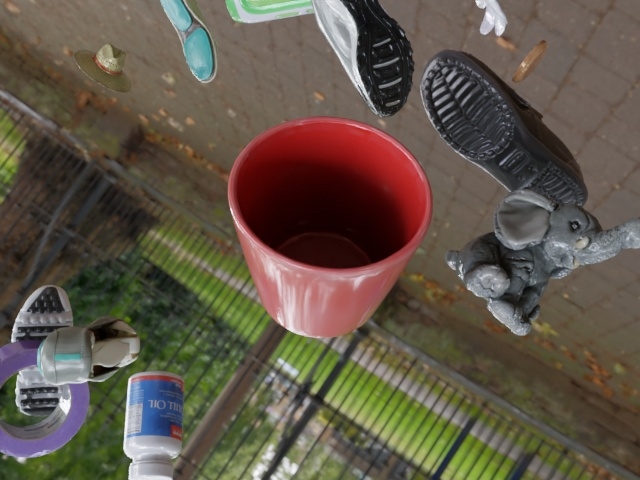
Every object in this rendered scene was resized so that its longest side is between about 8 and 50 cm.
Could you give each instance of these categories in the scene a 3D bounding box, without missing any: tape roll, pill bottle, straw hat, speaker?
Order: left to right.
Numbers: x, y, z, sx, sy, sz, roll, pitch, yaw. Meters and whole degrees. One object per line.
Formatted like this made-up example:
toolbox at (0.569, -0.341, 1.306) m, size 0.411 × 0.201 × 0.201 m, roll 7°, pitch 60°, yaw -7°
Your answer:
tape roll at (-0.502, 0.271, 1.445) m, size 0.189 × 0.189 × 0.080 m, roll 39°, pitch 166°, yaw -25°
straw hat at (-0.442, -0.380, 1.760) m, size 0.144 × 0.061 × 0.144 m, roll 34°, pitch -157°, yaw -17°
pill bottle at (-0.358, 0.403, 1.801) m, size 0.124 × 0.221 × 0.124 m, roll -2°, pitch 154°, yaw -1°
speaker at (-0.060, -0.572, 1.887) m, size 0.297 × 0.131 × 0.131 m, roll -6°, pitch 158°, yaw 15°

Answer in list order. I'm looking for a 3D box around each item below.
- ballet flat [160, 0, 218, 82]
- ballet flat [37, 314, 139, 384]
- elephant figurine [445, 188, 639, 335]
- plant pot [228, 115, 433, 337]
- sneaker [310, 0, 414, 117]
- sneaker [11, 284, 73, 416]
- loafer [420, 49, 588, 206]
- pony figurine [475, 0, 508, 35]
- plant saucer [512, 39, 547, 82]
ballet flat at (-0.275, -0.463, 1.876) m, size 0.086 × 0.086 × 0.248 m, roll 87°, pitch 159°, yaw -80°
ballet flat at (-0.234, 0.121, 0.917) m, size 0.068 × 0.072 × 0.213 m, roll -5°, pitch 179°, yaw 7°
elephant figurine at (0.321, 0.007, 1.196) m, size 0.186 × 0.239 × 0.169 m, roll 44°, pitch -172°, yaw 7°
plant pot at (0.007, 0.001, 1.204) m, size 0.275 × 0.275 × 0.243 m, roll 32°, pitch 148°, yaw 17°
sneaker at (0.058, -0.315, 1.283) m, size 0.271 × 0.100 × 0.108 m, roll 67°, pitch 156°, yaw 0°
sneaker at (-0.538, 0.198, 1.619) m, size 0.110 × 0.292 × 0.118 m, roll 7°, pitch -150°, yaw -17°
loafer at (0.315, -0.189, 1.452) m, size 0.366 × 0.134 × 0.130 m, roll 45°, pitch -146°, yaw -13°
pony figurine at (0.156, -0.502, 1.262) m, size 0.303 × 0.363 × 0.351 m, roll 28°, pitch -176°, yaw 32°
plant saucer at (0.352, -0.297, 1.398) m, size 0.013 × 0.083 × 0.083 m, roll 41°, pitch 173°, yaw 12°
